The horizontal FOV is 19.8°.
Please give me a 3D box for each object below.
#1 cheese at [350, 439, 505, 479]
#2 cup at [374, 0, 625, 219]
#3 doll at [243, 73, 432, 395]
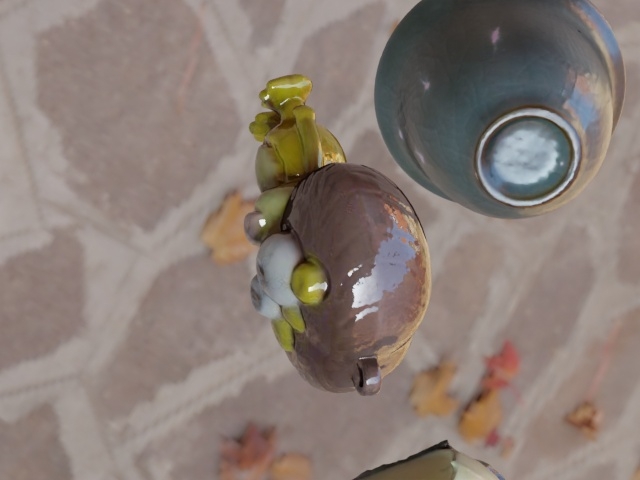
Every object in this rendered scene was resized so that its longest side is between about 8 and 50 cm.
[{"bbox_3d":[0.094,0.231,1.073,0.251,0.127,0.054,56,22,-24],"label":"cheese"},{"bbox_3d":[0.145,-0.088,1.380,0.199,0.150,0.199,-1,115,-3],"label":"cup"},{"bbox_3d":[-0.003,0.005,1.034,0.096,0.188,0.145,-8,126,-24],"label":"doll"}]
